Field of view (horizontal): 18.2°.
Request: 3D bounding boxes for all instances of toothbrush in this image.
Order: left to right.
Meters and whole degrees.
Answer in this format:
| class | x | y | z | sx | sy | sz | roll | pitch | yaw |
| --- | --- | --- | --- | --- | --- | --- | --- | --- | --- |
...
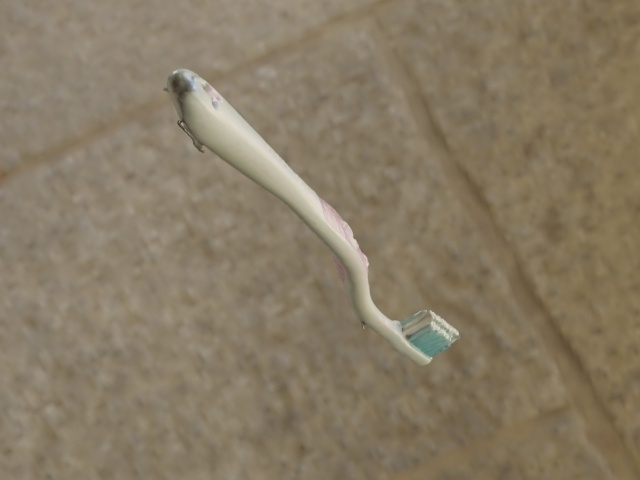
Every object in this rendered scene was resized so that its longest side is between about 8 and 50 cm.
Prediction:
| class | x | y | z | sx | sy | sz | roll | pitch | yaw |
| --- | --- | --- | --- | --- | --- | --- | --- | --- | --- |
| toothbrush | 0.000 | 0.000 | 0.601 | 0.022 | 0.204 | 0.017 | -33 | 58 | 8 |
